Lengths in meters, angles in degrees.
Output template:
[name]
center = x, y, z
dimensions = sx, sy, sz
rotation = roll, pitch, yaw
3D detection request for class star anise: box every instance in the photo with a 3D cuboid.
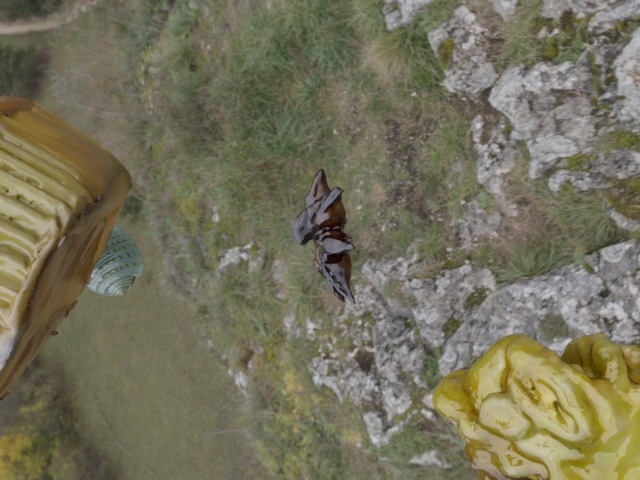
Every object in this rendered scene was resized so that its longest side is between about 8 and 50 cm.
[star anise]
center = 0.000, 0.000, 0.943
dimensions = 0.272, 0.102, 0.272
rotation = 173, 90, -81

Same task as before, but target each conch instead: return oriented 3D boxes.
[conch]
center = -0.251, 0.025, 0.594
dimensions = 0.076, 0.057, 0.085
rotation = -39, 96, 23

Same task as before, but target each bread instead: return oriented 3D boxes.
[bread]
center = -0.268, -0.007, 0.411
dimensions = 0.204, 0.156, 0.288
rotation = -57, 16, 15

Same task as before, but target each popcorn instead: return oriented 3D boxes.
[popcorn]
center = 0.339, 0.269, 0.713
dimensions = 0.297, 0.281, 0.316
rotation = 39, 130, -11
